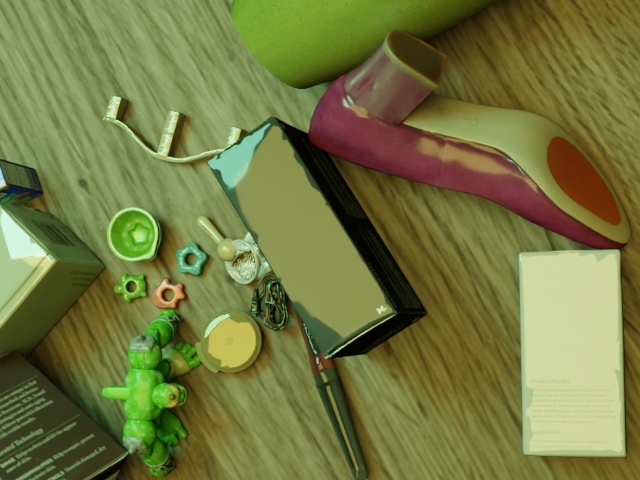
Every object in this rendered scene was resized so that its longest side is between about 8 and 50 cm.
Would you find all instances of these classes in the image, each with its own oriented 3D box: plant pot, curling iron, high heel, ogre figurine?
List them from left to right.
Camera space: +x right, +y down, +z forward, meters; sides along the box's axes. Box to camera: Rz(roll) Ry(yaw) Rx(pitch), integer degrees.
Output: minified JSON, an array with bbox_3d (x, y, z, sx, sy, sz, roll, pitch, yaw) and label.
[{"bbox_3d":[-0.202,0.186,1.607,0.096,0.118,0.197,22,92,14],"label":"ogre figurine"},{"bbox_3d":[-0.007,0.162,1.605,0.068,0.035,0.274,-30,79,14],"label":"curling iron"},{"bbox_3d":[0.046,-0.316,1.534,0.293,0.274,0.275,-38,78,25],"label":"plant pot"},{"bbox_3d":[0.173,-0.080,1.540,0.377,0.127,0.181,38,133,-8],"label":"high heel"}]

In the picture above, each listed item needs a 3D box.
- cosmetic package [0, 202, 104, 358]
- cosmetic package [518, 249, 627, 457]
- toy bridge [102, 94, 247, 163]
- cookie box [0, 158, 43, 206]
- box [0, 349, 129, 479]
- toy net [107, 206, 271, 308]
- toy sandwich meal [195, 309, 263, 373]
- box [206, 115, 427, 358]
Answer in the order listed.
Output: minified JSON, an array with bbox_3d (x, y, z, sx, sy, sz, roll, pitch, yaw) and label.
[{"bbox_3d":[-0.427,0.107,1.647,0.113,0.160,0.309,42,97,12],"label":"cosmetic package"},{"bbox_3d":[0.287,0.128,1.513,0.117,0.085,0.231,0,84,13],"label":"cosmetic package"},{"bbox_3d":[-0.188,-0.131,1.675,0.188,0.026,0.063,15,91,14],"label":"toy bridge"},{"bbox_3d":[-0.415,-0.062,1.682,0.091,0.107,0.040,-25,81,11],"label":"cookie box"},{"bbox_3d":[-0.373,0.276,1.586,0.203,0.167,0.168,38,124,16],"label":"box"},{"bbox_3d":[-0.149,0.026,1.644,0.232,0.045,0.122,3,86,14],"label":"toy net"},{"bbox_3d":[-0.110,0.126,1.637,0.085,0.029,0.086,-2,82,11],"label":"toy sandwich meal"},{"bbox_3d":[0.000,0.000,1.539,0.103,0.184,0.261,-33,79,9],"label":"box"}]
